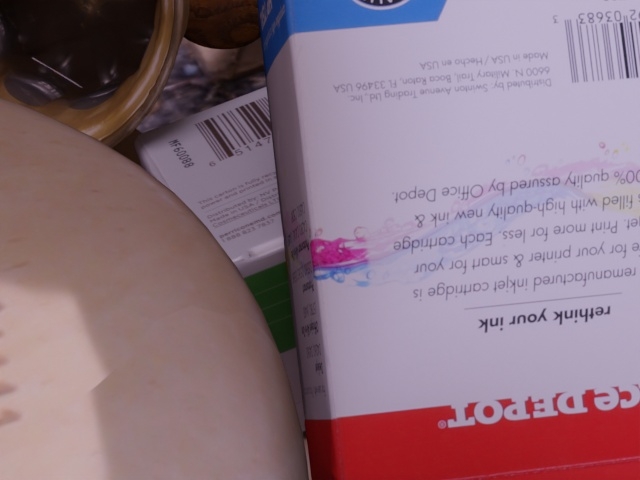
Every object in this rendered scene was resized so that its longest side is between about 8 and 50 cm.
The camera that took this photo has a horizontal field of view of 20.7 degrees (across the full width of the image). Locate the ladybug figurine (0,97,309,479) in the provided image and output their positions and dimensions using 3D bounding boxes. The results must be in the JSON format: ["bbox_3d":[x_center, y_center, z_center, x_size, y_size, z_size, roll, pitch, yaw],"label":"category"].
[{"bbox_3d":[-0.207,0.129,0.438,0.449,0.162,0.305,-21,60,4],"label":"ladybug figurine"}]

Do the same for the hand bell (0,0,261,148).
[{"bbox_3d":[-0.070,-0.103,0.756,0.126,0.126,0.242,1,8,19],"label":"hand bell"}]

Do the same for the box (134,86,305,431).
[{"bbox_3d":[0.000,0.000,0.650,0.101,0.087,0.102,-22,38,-11],"label":"box"}]

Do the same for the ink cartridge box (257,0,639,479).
[{"bbox_3d":[0.058,0.005,0.553,0.134,0.231,0.078,-5,-5,-9],"label":"ink cartridge box"}]

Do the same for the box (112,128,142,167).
[{"bbox_3d":[-0.175,-0.050,0.729,0.164,0.021,0.201,-8,27,-31],"label":"box"}]
